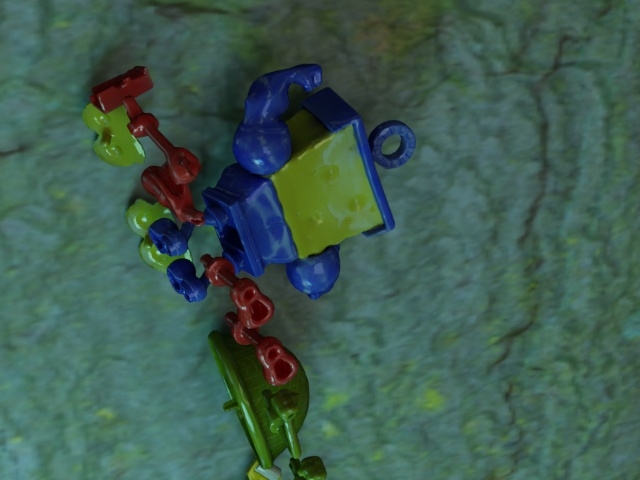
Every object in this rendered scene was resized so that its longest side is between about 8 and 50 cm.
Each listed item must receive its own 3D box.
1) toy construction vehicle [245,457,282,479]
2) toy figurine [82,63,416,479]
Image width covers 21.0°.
[{"bbox_3d":[-0.056,0.231,1.448,0.086,0.035,0.098,31,92,-22],"label":"toy construction vehicle"},{"bbox_3d":[0.000,0.000,1.292,0.217,0.191,0.362,-32,123,-18],"label":"toy figurine"}]
